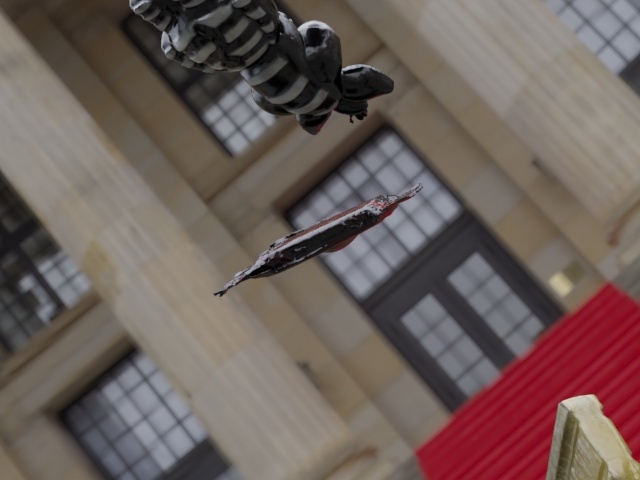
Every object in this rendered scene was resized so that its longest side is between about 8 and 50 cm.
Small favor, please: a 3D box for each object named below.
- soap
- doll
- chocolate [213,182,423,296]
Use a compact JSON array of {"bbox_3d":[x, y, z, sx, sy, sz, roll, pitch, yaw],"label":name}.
[{"bbox_3d":[0.211,0.236,1.295,0.037,0.092,0.252,-15,-43,-17],"label":"soap"},{"bbox_3d":[-0.045,-0.143,1.198,0.091,0.067,0.219,-32,-44,33],"label":"doll"},{"bbox_3d":[0.000,0.000,1.286,0.182,0.028,0.086,-24,4,11],"label":"chocolate"}]
